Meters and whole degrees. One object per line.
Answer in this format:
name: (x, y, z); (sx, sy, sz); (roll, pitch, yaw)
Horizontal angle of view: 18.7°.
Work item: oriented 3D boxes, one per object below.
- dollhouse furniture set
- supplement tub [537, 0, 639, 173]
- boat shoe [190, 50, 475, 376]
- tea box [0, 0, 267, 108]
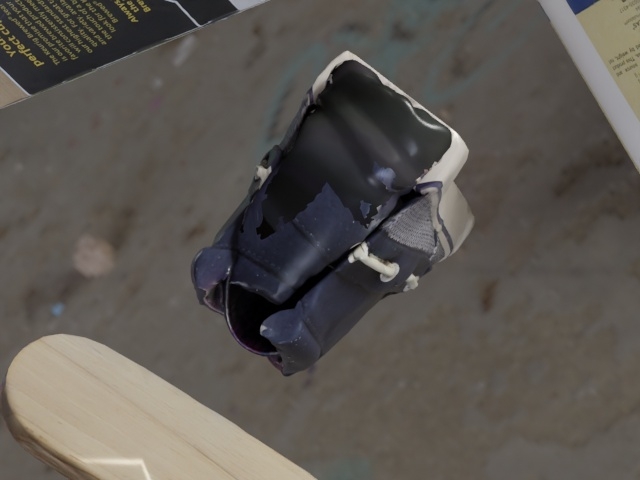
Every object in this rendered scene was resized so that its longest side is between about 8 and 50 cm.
dollhouse furniture set: (-0.237, 0.258, 0.814); (0.362, 0.256, 0.394); (-60, -3, 40)
supplement tub: (0.292, -0.095, 1.170); (0.228, 0.316, 0.228); (-31, 3, 2)
boat shoe: (0.000, 0.000, 1.161); (0.158, 0.127, 0.340); (-51, -10, -4)
tea box: (-0.190, -0.312, 1.357); (0.323, 0.329, 0.220); (-17, 40, 32)
